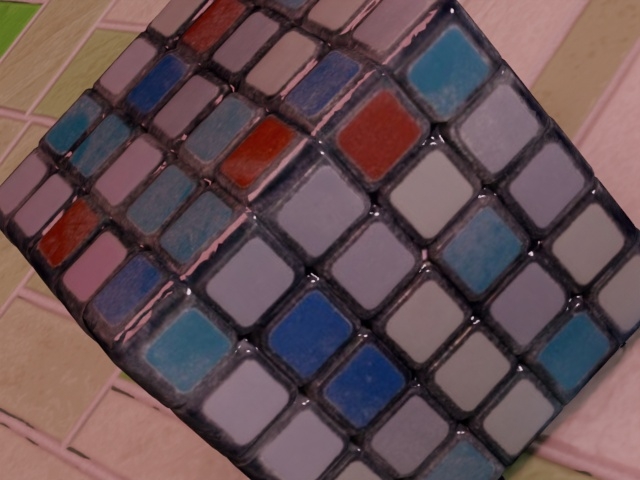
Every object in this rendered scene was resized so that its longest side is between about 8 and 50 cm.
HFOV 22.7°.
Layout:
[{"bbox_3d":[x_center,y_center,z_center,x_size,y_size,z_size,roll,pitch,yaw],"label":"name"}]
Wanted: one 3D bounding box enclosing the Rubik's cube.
[{"bbox_3d":[0.000,0.000,1.060,0.292,0.293,0.287,-49,33,-2],"label":"Rubik's cube"}]
